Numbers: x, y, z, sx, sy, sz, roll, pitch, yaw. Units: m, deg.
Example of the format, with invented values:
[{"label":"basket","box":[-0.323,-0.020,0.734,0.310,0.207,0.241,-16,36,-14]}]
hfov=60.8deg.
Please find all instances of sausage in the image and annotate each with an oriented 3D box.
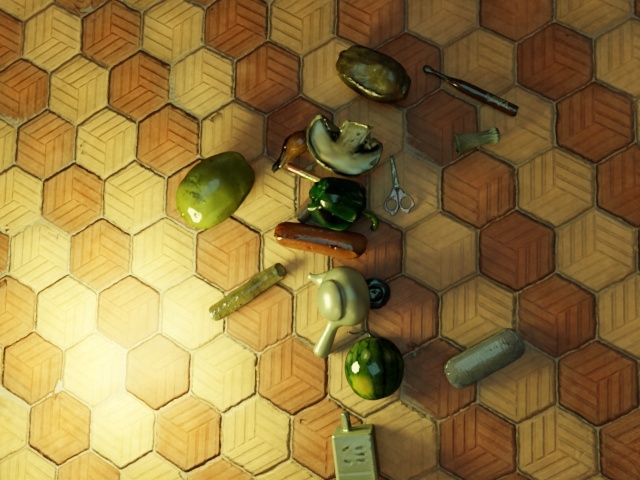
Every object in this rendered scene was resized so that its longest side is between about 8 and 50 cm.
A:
[{"label":"sausage","box":[0.000,0.000,1.912,0.330,0.102,0.102,11,88,9]},{"label":"sausage","box":[-0.031,-0.230,1.966,0.223,0.029,0.029,26,90,10]}]

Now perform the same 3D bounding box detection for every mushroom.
[{"label":"mushroom","box":[0.082,-0.315,1.891,0.267,0.164,0.190,15,92,6]}]

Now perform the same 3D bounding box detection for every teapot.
[{"label":"teapot","box":[0.066,0.245,1.842,0.149,0.220,0.318,-10,96,-33]}]

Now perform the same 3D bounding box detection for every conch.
[{"label":"conch","box":[-0.092,-0.341,1.955,0.232,0.080,0.086,-28,50,2]}]

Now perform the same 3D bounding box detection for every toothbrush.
[{"label":"toothbrush","box":[0.520,-0.526,1.901,0.364,0.041,0.041,29,90,10]}]

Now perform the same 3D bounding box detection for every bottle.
[{"label":"bottle","box":[-0.035,-0.124,1.947,0.053,0.053,0.140,42,93,9]}]

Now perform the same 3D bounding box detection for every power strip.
[{"label":"power strip","box":[0.116,0.684,1.823,0.140,0.139,0.224,-7,85,9]}]

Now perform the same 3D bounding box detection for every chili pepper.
[{"label":"chili pepper","box":[0.090,-0.119,1.872,0.261,0.174,0.165,16,47,-24]}]

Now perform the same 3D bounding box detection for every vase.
[{"label":"vase","box":[0.536,-0.346,1.869,0.148,0.081,0.081,-13,84,3]}]

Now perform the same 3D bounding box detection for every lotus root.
[{"label":"lotus root","box":[0.187,-0.570,1.898,0.275,0.152,0.160,31,88,16]}]

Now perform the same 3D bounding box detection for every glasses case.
[{"label":"glasses case","box":[0.545,0.393,1.817,0.282,0.067,0.109,-31,85,3]}]

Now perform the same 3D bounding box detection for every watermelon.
[{"label":"watermelon","box":[0.177,0.425,1.841,0.204,0.127,0.232,1,81,12]}]

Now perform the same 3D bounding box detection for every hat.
[{"label":"hat","box":[0.183,0.184,1.894,0.121,0.050,0.121,0,84,4]}]

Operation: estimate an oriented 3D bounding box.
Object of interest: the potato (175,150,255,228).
[{"label":"potato","box":[-0.373,-0.179,1.928,0.304,0.216,0.216,-39,81,7]}]

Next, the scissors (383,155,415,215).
[{"label":"scissors","box":[0.266,-0.195,1.923,0.110,0.021,0.212,-9,85,11]}]

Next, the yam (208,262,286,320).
[{"label":"yam","box":[-0.261,0.184,1.953,0.317,0.067,0.071,-33,86,6]}]
